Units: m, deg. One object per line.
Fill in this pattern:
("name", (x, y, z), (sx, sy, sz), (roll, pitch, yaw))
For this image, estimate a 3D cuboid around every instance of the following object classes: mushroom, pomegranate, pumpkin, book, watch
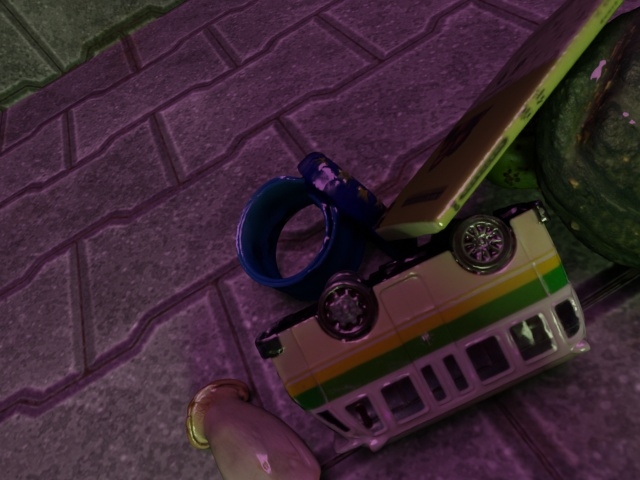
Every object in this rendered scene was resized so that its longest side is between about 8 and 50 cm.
("mushroom", (-0.081, 0.239, 0.564), (0.213, 0.088, 0.096), (20, 96, 43))
("pomegranate", (0.283, -0.129, 0.660), (0.143, 0.122, 0.169), (-23, 7, 14))
("pumpkin", (0.389, -0.111, 0.489), (0.328, 0.292, 0.257), (-27, 71, 26))
("book", (0.194, -0.145, 0.522), (0.035, 0.239, 0.352), (40, 86, -2))
("watch", (-0.007, -0.007, 0.697), (0.200, 0.171, 0.196), (-45, 47, 6))

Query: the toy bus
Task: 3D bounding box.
("toy bus", (0.104, 0.095, 0.523), (0.306, 0.143, 0.179), (-26, 89, 3))
